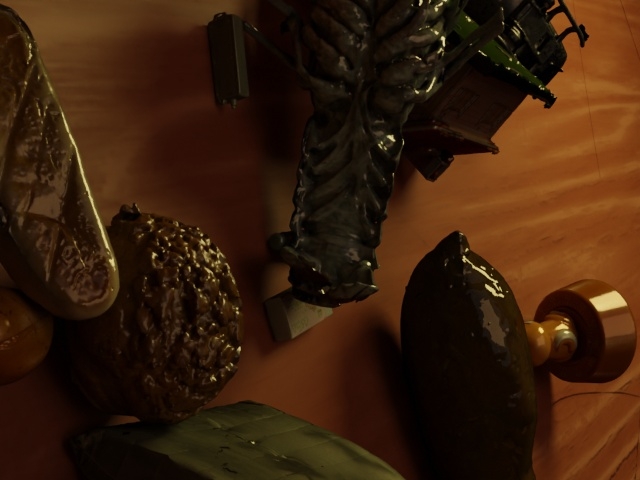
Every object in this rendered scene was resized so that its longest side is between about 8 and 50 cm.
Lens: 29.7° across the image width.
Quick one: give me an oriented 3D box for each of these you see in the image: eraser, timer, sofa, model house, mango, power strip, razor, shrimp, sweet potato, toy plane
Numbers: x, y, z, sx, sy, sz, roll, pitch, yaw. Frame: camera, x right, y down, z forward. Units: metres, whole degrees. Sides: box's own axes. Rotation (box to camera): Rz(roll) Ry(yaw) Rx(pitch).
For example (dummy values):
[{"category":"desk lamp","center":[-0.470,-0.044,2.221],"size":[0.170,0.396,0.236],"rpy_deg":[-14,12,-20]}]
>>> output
[{"category":"eraser","center":[-0.017,0.057,1.026],"size":[0.083,0.019,0.038],"rpy_deg":[-26,99,-61]},{"category":"timer","center":[0.287,0.119,1.470],"size":[0.152,0.132,0.132],"rpy_deg":[-6,82,-37]},{"category":"sofa","center":[-0.062,0.240,0.807],"size":[0.210,0.176,0.225],"rpy_deg":[-2,108,-60]},{"category":"model house","center":[0.097,-0.174,1.249],"size":[0.207,0.154,0.294],"rpy_deg":[46,17,22]},{"category":"mango","center":[-0.184,0.053,0.703],"size":[0.089,0.046,0.060],"rpy_deg":[-36,108,-66]},{"category":"power strip","center":[-0.077,-0.149,1.004],"size":[0.017,0.027,0.083],"rpy_deg":[8,73,-56]},{"category":"razor","center":[0.000,0.000,1.070],"size":[0.135,0.040,0.068],"rpy_deg":[-3,80,-56]},{"category":"shrimp","center":[0.036,-0.148,1.018],"size":[0.166,0.221,0.410],"rpy_deg":[25,76,-87]},{"category":"sweet potato","center":[0.159,0.195,1.179],"size":[0.130,0.131,0.422],"rpy_deg":[-24,104,-61]},{"category":"toy plane","center":[0.196,-0.292,1.449],"size":[0.106,0.155,0.382],"rpy_deg":[-49,130,-5]}]

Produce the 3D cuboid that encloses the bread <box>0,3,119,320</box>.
[{"category":"bread","center":[-0.183,-0.047,0.725],"size":[0.073,0.053,0.214],"rpy_deg":[-15,80,-38]}]

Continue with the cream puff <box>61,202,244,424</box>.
[{"category":"cream puff","center":[-0.103,0.048,0.783],"size":[0.126,0.103,0.143],"rpy_deg":[37,42,-53]}]
